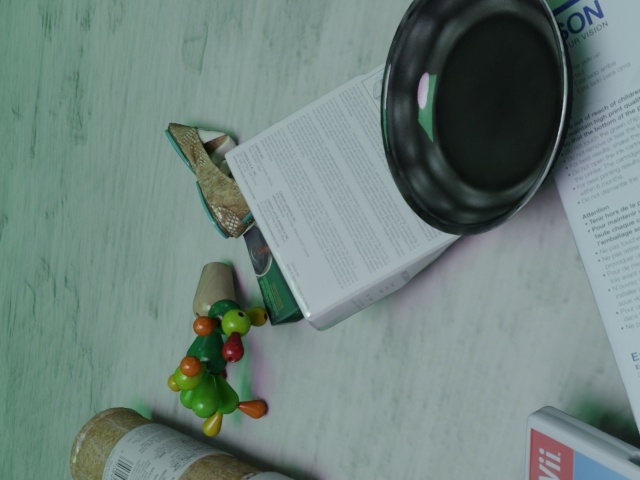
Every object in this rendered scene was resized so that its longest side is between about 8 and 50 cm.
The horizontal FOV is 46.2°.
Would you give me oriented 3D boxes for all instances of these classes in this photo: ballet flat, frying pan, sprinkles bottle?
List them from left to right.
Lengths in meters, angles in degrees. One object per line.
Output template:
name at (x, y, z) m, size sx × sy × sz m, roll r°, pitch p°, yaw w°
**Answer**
sprinkles bottle at (-0.155, 0.288, 0.862) m, size 0.355 × 0.121 × 0.121 m, roll 6°, pitch 96°, yaw 45°
ballet flat at (-0.116, -0.082, 0.852) m, size 0.067 × 0.073 × 0.206 m, roll -35°, pitch 51°, yaw 1°
frying pan at (0.093, -0.159, 0.578) m, size 0.197 × 0.053 × 0.326 m, roll -48°, pitch 53°, yaw 50°

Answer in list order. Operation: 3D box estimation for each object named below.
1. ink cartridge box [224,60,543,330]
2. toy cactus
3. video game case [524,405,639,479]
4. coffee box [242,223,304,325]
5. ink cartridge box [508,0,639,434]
ink cartridge box at (0.050, -0.053, 0.660) m, size 0.224 × 0.056 × 0.181 m, roll -29°, pitch 69°, yaw 4°
toy cactus at (-0.109, 0.107, 0.829) m, size 0.219 × 0.112 × 0.180 m, roll 108°, pitch 164°, yaw -55°
video game case at (0.238, 0.246, 0.448) m, size 0.285 × 0.025 × 0.204 m, roll 22°, pitch 120°, yaw 52°
coffee box at (0.000, 0.000, 0.751) m, size 0.184 × 0.040 × 0.113 m, roll -34°, pitch 67°, yaw 41°
ink cartridge box at (0.301, -0.050, 0.428) m, size 0.324 × 0.071 × 0.330 m, roll -28°, pitch 69°, yaw 43°
